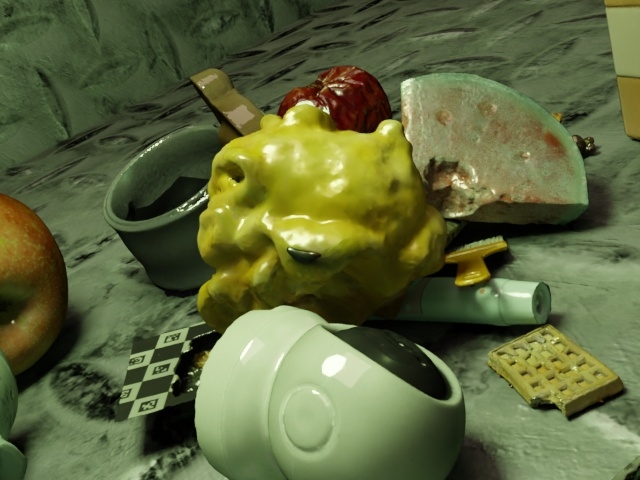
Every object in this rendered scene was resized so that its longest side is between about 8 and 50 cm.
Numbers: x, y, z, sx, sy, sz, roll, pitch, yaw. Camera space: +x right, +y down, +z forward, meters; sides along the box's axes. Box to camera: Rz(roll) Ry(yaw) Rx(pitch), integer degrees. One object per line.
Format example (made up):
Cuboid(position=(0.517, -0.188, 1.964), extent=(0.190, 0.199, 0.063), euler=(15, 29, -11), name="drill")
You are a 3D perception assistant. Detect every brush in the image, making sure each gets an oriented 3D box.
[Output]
Cuboid(position=(0.193, 0.028, 0.983), extent=(0.103, 0.013, 0.272), euler=(-15, 5, 12), name="brush")

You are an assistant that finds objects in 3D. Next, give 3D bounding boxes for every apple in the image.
Cuboid(position=(-0.545, 0.079, 1.193), extent=(0.277, 0.319, 0.319), euler=(22, 44, 28), name="apple")

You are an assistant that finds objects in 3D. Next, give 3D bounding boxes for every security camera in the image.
Cuboid(position=(0.021, 0.168, 0.731), extent=(0.236, 0.195, 0.194), euler=(6, 35, 39), name="security camera")

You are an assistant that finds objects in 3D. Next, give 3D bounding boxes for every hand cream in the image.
Cuboid(position=(0.133, 0.079, 0.988), extent=(0.331, 0.058, 0.085), euler=(-4, 43, 43), name="hand cream")

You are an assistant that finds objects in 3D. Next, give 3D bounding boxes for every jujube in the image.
Cuboid(position=(0.025, -0.232, 1.534), extent=(0.232, 0.213, 0.213), euler=(-32, 27, -34), name="jujube")

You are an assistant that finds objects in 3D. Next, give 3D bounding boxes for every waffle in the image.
Cuboid(position=(0.245, 0.139, 0.814), extent=(0.092, 0.021, 0.135), euler=(-22, 23, -8), name="waffle")

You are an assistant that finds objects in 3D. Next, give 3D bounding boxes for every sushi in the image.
Cuboid(position=(-0.159, 0.176, 1.004), extent=(0.192, 0.051, 0.215), euler=(-16, 20, 0), name="sushi")

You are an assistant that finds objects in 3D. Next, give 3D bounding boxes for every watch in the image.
Cuboid(position=(-0.194, -0.070, 1.317), extent=(0.327, 0.314, 0.335), euler=(-38, 39, -8), name="watch")

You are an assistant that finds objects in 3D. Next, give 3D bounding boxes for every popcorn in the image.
Cuboid(position=(0.000, 0.000, 0.911), extent=(0.297, 0.316, 0.281), euler=(7, 8, 9), name="popcorn")

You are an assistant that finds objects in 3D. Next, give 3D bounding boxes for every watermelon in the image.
Cuboid(position=(0.226, -0.098, 1.114), extent=(0.318, 0.148, 0.226), euler=(38, 67, 19), name="watermelon")

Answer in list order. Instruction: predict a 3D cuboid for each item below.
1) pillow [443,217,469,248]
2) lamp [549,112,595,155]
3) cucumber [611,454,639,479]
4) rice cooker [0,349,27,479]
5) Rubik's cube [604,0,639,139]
Cuboid(position=(0.103, 0.003, 1.133), extent=(0.208, 0.052, 0.212), euler=(-8, 17, 36), name="pillow")
Cuboid(position=(0.317, -0.154, 1.248), extent=(0.253, 0.118, 0.118), euler=(-16, 25, 12), name="lamp")
Cuboid(position=(0.323, 0.174, 0.624), extent=(0.265, 0.077, 0.077), euler=(-30, 27, -24), name="cucumber")
Cuboid(position=(-0.500, 0.236, 0.896), extent=(0.316, 0.264, 0.317), euler=(22, 14, -6), name="rice cooker")
Cuboid(position=(0.657, -0.340, 1.093), extent=(0.346, 0.347, 0.344), euler=(-27, 27, -17), name="Rubik's cube")
